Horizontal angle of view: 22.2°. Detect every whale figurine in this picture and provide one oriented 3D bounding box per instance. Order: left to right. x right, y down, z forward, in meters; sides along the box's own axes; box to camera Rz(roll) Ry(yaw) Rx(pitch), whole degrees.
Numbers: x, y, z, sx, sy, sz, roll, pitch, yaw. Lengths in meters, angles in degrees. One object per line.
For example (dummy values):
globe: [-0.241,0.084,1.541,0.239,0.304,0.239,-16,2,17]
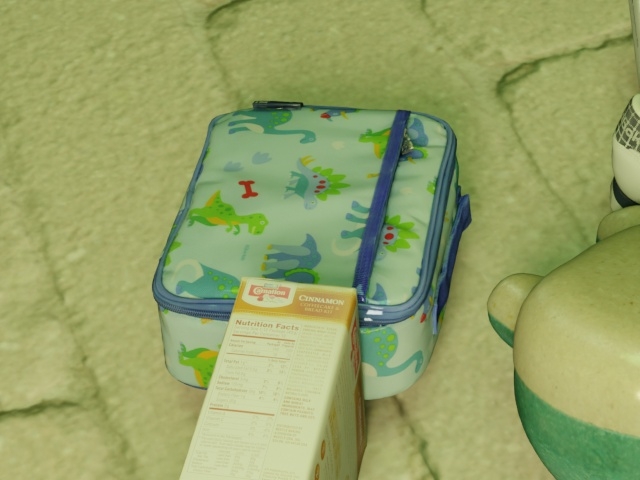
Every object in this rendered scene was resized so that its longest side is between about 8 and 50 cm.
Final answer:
whale figurine: [0.203,0.067,0.944,0.216,0.141,0.272,4,22,9]

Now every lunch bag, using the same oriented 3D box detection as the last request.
lunch bag: [0.000,0.000,1.022,0.176,0.090,0.219,5,39,11]

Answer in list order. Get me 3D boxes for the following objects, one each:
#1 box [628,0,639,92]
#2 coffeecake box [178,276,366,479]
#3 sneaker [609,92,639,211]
box: [0.311,-0.143,1.128,0.186,0.038,0.145,-5,81,2]
coffeecake box: [-0.026,0.136,0.868,0.068,0.142,0.185,6,46,11]
sneaker: [0.306,-0.054,1.055,0.235,0.095,0.090,-3,44,1]
